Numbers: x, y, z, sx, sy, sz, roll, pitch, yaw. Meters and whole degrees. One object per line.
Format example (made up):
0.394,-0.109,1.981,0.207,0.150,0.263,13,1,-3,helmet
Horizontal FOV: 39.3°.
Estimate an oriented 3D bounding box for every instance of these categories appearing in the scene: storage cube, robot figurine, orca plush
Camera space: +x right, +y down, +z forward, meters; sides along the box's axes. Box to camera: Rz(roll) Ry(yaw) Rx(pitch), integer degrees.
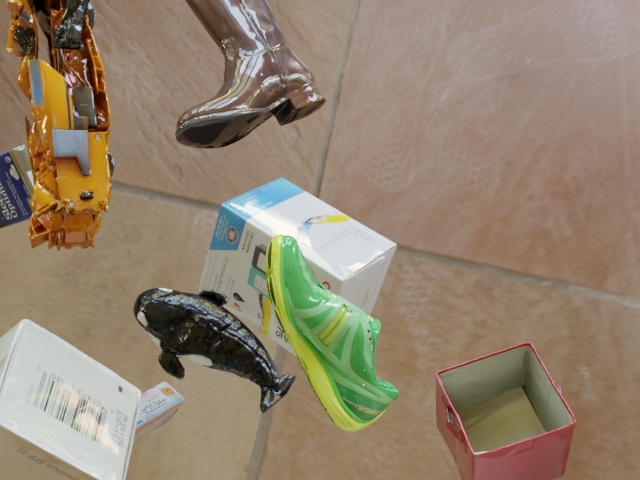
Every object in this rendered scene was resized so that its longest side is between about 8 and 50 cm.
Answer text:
0.328,0.332,1.617,0.215,0.193,0.183,-16,48,-8,storage cube
-0.257,-0.147,0.880,0.085,0.211,0.291,-5,76,-21,robot figurine
-0.179,0.156,1.382,0.151,0.102,0.287,-42,71,-11,orca plush

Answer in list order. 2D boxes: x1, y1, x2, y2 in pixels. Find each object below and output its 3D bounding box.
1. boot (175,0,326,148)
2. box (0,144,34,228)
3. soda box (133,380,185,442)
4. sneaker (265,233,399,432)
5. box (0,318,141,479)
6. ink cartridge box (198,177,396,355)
-0.061,-0.112,0.498,0.106,0.037,0.114,-22,81,-45,boot
-0.626,-0.099,1.783,0.036,0.225,0.136,-35,107,-45,box
-0.332,0.327,1.683,0.058,0.183,0.063,41,110,12,soda box
0.013,0.116,1.229,0.123,0.109,0.295,-28,101,-5,sneaker
-0.331,0.224,0.857,0.311,0.121,0.148,-37,121,26,box
-0.042,0.051,1.629,0.270,0.197,0.198,31,122,21,ink cartridge box
